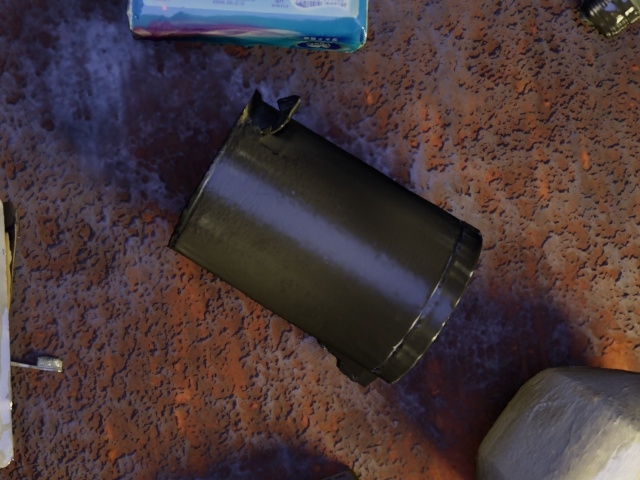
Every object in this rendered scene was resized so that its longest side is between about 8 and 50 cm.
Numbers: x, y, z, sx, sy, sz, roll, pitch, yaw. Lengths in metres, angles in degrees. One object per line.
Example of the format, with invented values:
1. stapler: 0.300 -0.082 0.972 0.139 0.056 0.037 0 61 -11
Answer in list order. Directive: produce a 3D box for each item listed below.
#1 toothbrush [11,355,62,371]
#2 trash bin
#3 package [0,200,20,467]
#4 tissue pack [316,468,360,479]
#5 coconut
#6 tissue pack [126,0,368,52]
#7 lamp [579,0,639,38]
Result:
1. toothbrush: -0.395 0.134 1.497 0.194 0.014 0.017 7 88 -7
2. trash bin: 0.000 0.000 1.448 0.301 0.203 0.252 32 122 -6
3. package: -0.426 0.102 1.430 0.165 0.221 0.311 2 82 -47
4. tissue pack: -0.029 0.330 1.508 0.176 0.095 0.062 -19 95 -6
5. coconut: 0.314 0.260 1.478 0.245 0.245 0.247 43 86 -6
6. tissue pack: -0.079 -0.317 1.453 0.263 0.146 0.198 2 90 -6
7. lamp: 0.465 -0.341 1.525 0.182 0.182 0.314 36 108 -7
